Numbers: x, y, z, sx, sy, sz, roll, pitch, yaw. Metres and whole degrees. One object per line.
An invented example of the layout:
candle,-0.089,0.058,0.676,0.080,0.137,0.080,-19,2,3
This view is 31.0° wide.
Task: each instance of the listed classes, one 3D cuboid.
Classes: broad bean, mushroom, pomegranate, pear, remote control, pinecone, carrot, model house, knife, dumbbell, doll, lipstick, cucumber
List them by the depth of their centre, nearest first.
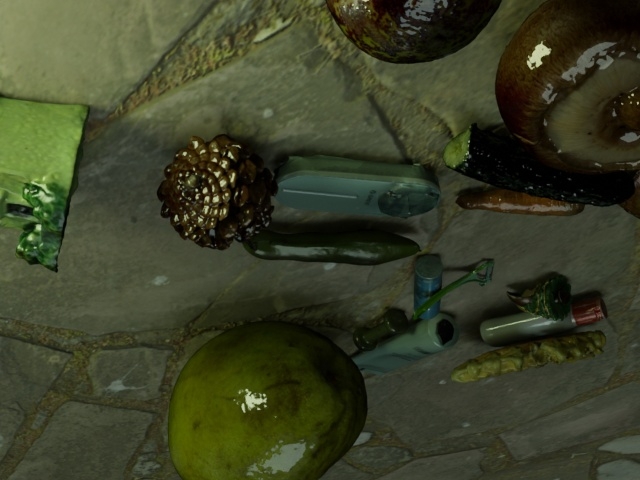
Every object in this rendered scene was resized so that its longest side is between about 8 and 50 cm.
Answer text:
pomegranate,0.063,-0.280,1.118,0.248,0.214,0.214,3,154,-33
mushroom,0.349,-0.190,1.358,0.278,0.163,0.297,-6,152,28
model house,-0.419,-0.073,1.528,0.189,0.195,0.214,14,146,-10
pinecone,-0.133,-0.065,1.577,0.173,0.173,0.173,-1,151,0
cucumber,0.311,-0.095,1.613,0.303,0.072,0.081,14,148,-26
remote control,0.053,-0.077,1.660,0.247,0.052,0.104,5,152,-12
carrot,0.297,-0.057,1.714,0.191,0.047,0.047,-1,151,2
broad bean,0.000,0.008,1.799,0.325,0.067,0.075,2,143,-9
knife,0.220,0.086,1.933,0.166,0.022,0.078,-29,148,-11
lipstick,0.182,0.080,1.957,0.048,0.048,0.158,-2,151,2
doll,0.378,0.113,1.993,0.078,0.077,0.113,15,150,-43
pear,-0.103,0.308,2.078,0.352,0.352,0.413,25,139,-38
dumbbell,0.110,0.165,2.113,0.052,0.046,0.118,11,150,-32

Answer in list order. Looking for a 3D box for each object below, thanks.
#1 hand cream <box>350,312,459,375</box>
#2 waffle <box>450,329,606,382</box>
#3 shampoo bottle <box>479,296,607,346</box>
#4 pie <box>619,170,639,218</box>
hand cream,0.152,0.214,2.203,0.109,0.067,0.320,13,153,-26
waffle,0.377,0.213,2.113,0.261,0.056,0.250,-10,174,-44
shampoo bottle,0.403,0.146,2.072,0.221,0.051,0.108,-16,161,26
pie,0.497,-0.057,1.734,0.088,0.033,0.191,-16,148,33
